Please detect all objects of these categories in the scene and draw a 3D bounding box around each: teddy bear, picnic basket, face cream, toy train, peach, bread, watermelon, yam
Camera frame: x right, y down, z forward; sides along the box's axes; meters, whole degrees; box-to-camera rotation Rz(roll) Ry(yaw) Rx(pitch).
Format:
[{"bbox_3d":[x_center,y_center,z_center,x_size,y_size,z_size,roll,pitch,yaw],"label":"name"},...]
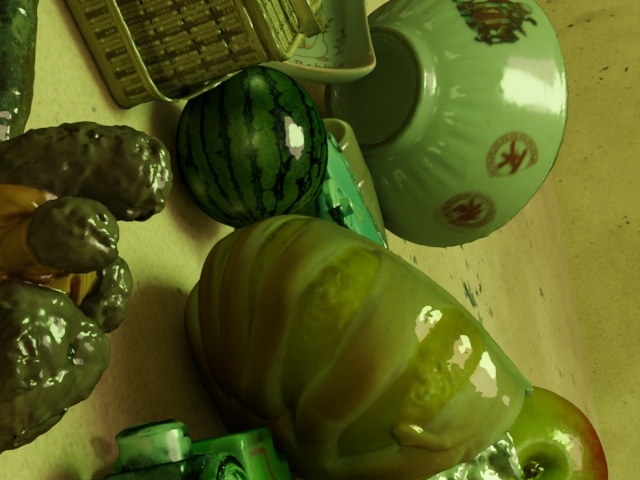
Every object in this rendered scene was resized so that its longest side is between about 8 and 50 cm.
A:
[{"bbox_3d":[-0.175,0.033,0.724,0.140,0.177,0.190,15,51,-15],"label":"teddy bear"},{"bbox_3d":[-0.104,-0.280,1.095,0.313,0.175,0.228,-69,139,-60],"label":"picnic basket"},{"bbox_3d":[0.049,0.013,1.447,0.137,0.084,0.341,-104,173,-53],"label":"face cream"},{"bbox_3d":[-0.076,0.239,0.828,0.188,0.132,0.243,8,69,-74],"label":"toy train"},{"bbox_3d":[0.240,0.287,1.517,0.231,0.231,0.231,-16,90,-71],"label":"peach"},{"bbox_3d":[0.000,0.000,1.265,0.163,0.112,0.203,-79,148,-65],"label":"toy train"},{"bbox_3d":[0.012,0.119,0.977,0.160,0.333,0.333,-49,131,-21],"label":"bread"},{"bbox_3d":[-0.058,-0.063,1.107,0.140,0.140,0.187,11,68,-69],"label":"watermelon"},{"bbox_3d":[-0.223,-0.154,0.843,0.061,0.061,0.274,45,34,-54],"label":"yam"}]

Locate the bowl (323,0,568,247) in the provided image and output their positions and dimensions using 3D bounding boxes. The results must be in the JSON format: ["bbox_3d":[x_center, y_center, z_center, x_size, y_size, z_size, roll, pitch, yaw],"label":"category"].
[{"bbox_3d":[0.107,-0.163,1.444,0.157,0.337,0.337,7,66,-48],"label":"bowl"}]

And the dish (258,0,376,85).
[{"bbox_3d":[-0.025,-0.260,1.393,0.077,0.151,0.212,120,-29,-52],"label":"dish"}]
